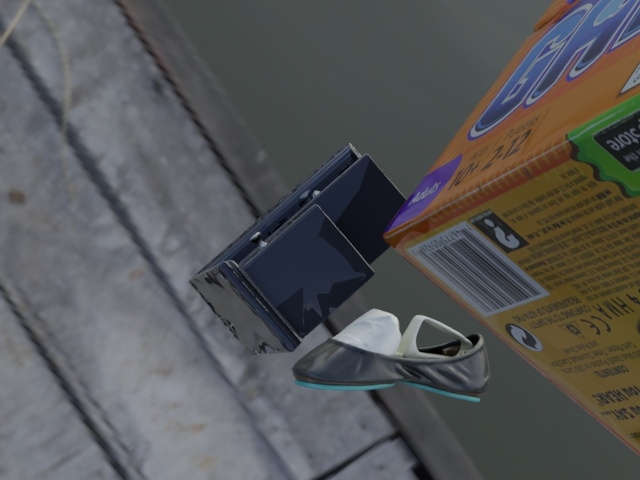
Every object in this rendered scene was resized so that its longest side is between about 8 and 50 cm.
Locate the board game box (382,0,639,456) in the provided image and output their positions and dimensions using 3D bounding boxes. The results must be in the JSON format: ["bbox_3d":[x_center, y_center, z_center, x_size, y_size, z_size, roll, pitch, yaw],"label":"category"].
[{"bbox_3d":[0.323,-0.054,0.907,0.356,0.356,0.356,40,69,-7],"label":"board game box"}]

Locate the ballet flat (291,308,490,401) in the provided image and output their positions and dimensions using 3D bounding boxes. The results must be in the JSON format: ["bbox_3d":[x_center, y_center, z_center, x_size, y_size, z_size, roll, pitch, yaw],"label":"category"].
[{"bbox_3d":[0.086,0.132,1.907,0.280,0.095,0.096,8,93,-38],"label":"ballet flat"}]

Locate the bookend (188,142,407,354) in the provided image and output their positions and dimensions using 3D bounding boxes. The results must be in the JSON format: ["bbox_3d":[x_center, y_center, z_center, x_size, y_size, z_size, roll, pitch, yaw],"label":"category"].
[{"bbox_3d":[0.000,0.000,1.089,0.156,0.157,0.072,-41,94,-11],"label":"bookend"}]
